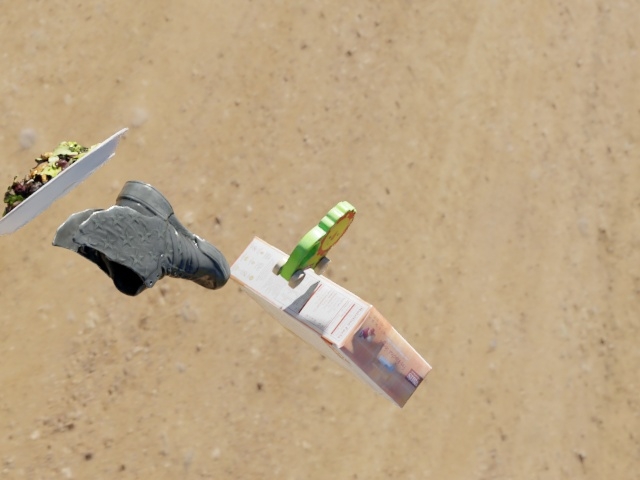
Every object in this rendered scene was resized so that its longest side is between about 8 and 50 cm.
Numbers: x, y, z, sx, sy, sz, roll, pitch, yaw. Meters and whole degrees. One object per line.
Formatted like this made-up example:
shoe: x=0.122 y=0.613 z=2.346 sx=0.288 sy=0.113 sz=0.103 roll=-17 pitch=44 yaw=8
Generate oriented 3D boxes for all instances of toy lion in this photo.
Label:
toy lion: x=0.000 y=0.000 z=1.217 sx=0.034 sy=0.096 sz=0.100 roll=40 pitch=27 yaw=14

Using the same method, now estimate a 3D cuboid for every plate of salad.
plate of salad: x=-0.293 y=-0.068 z=1.185 sx=0.048 sy=0.200 sz=0.200 roll=53 pitch=42 yaw=-8

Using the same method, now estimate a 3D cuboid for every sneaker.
sneaker: x=-0.146 y=0.016 z=0.929 sx=0.170 sy=0.051 sz=0.089 roll=51 pitch=50 yaw=-40

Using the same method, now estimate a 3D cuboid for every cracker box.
cracker box: x=0.008 y=0.096 z=1.329 sx=0.067 sy=0.232 sz=0.156 roll=-51 pitch=134 yaw=-9
